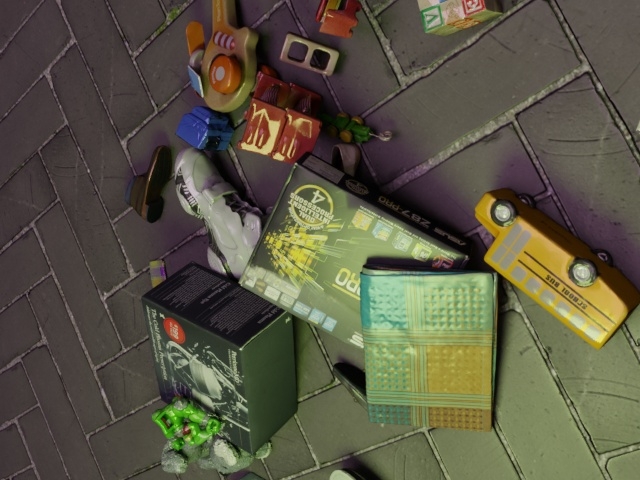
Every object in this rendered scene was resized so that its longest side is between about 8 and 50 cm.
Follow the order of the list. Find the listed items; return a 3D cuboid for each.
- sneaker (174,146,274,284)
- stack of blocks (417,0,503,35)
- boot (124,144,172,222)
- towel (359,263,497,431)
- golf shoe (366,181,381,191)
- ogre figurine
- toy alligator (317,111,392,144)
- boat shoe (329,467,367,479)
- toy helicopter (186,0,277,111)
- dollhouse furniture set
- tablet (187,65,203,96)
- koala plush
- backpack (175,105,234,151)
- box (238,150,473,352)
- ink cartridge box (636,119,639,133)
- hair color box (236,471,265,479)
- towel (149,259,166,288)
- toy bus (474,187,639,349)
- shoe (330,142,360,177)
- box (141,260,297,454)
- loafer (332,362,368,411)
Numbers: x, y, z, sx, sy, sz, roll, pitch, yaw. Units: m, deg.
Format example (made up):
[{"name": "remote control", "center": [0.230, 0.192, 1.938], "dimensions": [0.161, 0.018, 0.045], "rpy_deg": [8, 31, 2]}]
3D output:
[{"name": "sneaker", "center": [-0.200, -0.077, 1.871], "dimensions": [0.210, 0.137, 0.365], "rpy_deg": [-21, 91, 35]}, {"name": "stack of blocks", "center": [0.224, -0.553, 1.510], "dimensions": [0.171, 0.087, 0.297], "rpy_deg": [-13, 91, 36]}, {"name": "boot", "center": [-0.461, -0.163, 2.069], "dimensions": [0.106, 0.082, 0.219], "rpy_deg": [29, 116, 25]}, {"name": "towel", "center": [0.218, 0.220, 1.592], "dimensions": [0.271, 0.040, 0.370], "rpy_deg": [2, 114, 15]}, {"name": "golf shoe", "center": [0.096, -0.027, 1.703], "dimensions": [0.094, 0.077, 0.198], "rpy_deg": [-1, 97, 36]}, {"name": "ogre figurine", "center": [-0.323, 0.428, 1.848], "dimensions": [0.118, 0.097, 0.197], "rpy_deg": [46, 154, -13]}, {"name": "toy alligator", "center": [0.076, -0.231, 1.698], "dimensions": [0.190, 0.056, 0.051], "rpy_deg": [22, 151, 30]}, {"name": "boat shoe", "center": [0.144, 0.631, 1.778], "dimensions": [0.302, 0.091, 0.114], "rpy_deg": [50, 132, 15]}, {"name": "toy helicopter", "center": [-0.233, -0.476, 1.847], "dimensions": [0.235, 0.140, 0.355], "rpy_deg": [-8, 83, 45]}, {"name": "dollhouse furniture set", "center": [-0.042, -0.367, 1.632], "dimensions": [0.152, 0.201, 0.374], "rpy_deg": [17, 114, -9]}, {"name": "tablet", "center": [-0.294, -0.375, 1.853], "dimensions": [0.083, 0.006, 0.054], "rpy_deg": [49, 152, 49]}, {"name": "koala plush", "center": [-0.251, 0.508, 1.981], "dimensions": [0.221, 0.196, 0.203], "rpy_deg": [11, 87, 37]}, {"name": "backpack", "center": [-0.264, -0.265, 1.888], "dimensions": [0.098, 0.120, 0.101], "rpy_deg": [41, 109, 25]}, {"name": "box", "center": [0.066, 0.046, 1.634], "dimensions": [0.395, 0.097, 0.318], "rpy_deg": [29, 119, 2]}, {"name": "ink cartridge box", "center": [0.633, -0.256, 1.272], "dimensions": [0.159, 0.092, 0.217], "rpy_deg": [25, 110, 29]}, {"name": "hair color box", "center": [-0.077, 0.750, 1.942], "dimensions": [0.374, 0.114, 0.185], "rpy_deg": [19, 109, 31]}, {"name": "towel", "center": [-0.442, 0.096, 2.145], "dimensions": [0.060, 0.009, 0.083], "rpy_deg": [-8, 93, 37]}, {"name": "toy bus", "center": [0.427, 0.041, 1.462], "dimensions": [0.333, 0.108, 0.130], "rpy_deg": [41, 120, 22]}, {"name": "shoe", "center": [0.038, -0.107, 1.722], "dimensions": [0.077, 0.058, 0.219], "rpy_deg": [10, 96, 32]}, {"name": "box", "center": [-0.233, 0.274, 1.863], "dimensions": [0.313, 0.179, 0.343], "rpy_deg": [21, 131, 30]}, {"name": "loafer", "center": [0.088, 0.346, 1.786], "dimensions": [0.170, 0.062, 0.061], "rpy_deg": [40, 123, 25]}]
